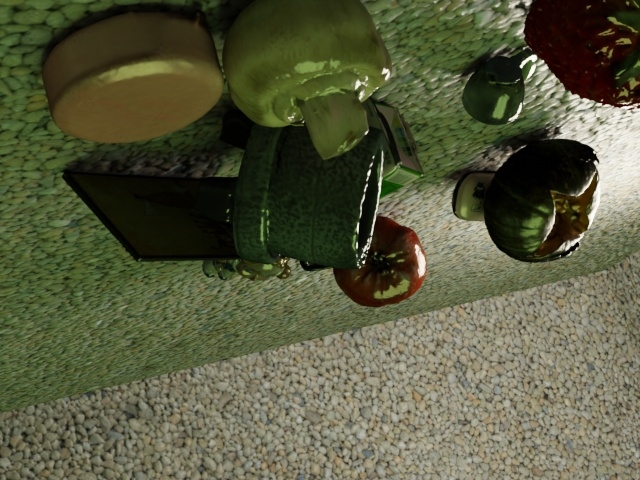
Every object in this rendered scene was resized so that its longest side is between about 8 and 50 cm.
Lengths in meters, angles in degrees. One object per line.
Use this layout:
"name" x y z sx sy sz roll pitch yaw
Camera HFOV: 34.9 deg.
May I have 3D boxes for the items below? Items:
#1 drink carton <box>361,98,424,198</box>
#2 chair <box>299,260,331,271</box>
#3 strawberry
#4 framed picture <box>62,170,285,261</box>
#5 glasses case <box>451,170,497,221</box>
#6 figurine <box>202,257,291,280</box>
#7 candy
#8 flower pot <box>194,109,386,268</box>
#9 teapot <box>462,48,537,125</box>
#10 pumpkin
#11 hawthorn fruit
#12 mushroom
"drink carton" 0.041 -0.141 1.902 0.271 0.161 0.108 -29 161 26
"chair" 0.000 0.000 2.363 0.140 0.145 0.221 -15 165 -9
"strawberry" 0.469 -0.335 1.580 0.312 0.267 0.351 -21 -173 -13
"framed picture" -0.251 -0.042 1.784 0.339 0.255 0.014 0 125 -48
"glasses case" 0.434 -0.110 2.522 0.314 0.122 0.075 -2 -159 -45
"figurine" -0.160 0.037 2.359 0.194 0.133 0.274 10 163 -13
"candy" -0.250 -0.222 1.396 0.255 0.094 0.255 -15 164 -4
"flower pot" -0.045 -0.094 1.732 0.283 0.299 0.299 9 167 9
"teapot" 0.339 -0.282 1.851 0.149 0.111 0.108 -9 149 -14
"pumpkin" 0.522 -0.093 2.402 0.320 0.192 0.320 -27 136 -29
"hawthorn fruit" 0.148 0.048 2.579 0.242 0.241 0.272 -20 180 5
"mushroom" -0.012 -0.222 1.418 0.260 0.234 0.254 -6 165 -37
